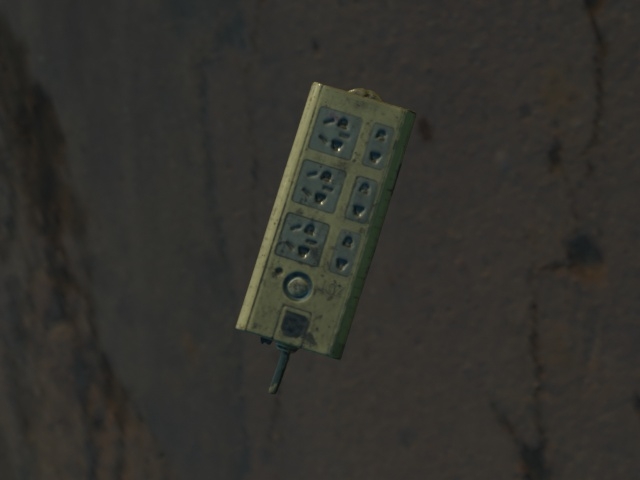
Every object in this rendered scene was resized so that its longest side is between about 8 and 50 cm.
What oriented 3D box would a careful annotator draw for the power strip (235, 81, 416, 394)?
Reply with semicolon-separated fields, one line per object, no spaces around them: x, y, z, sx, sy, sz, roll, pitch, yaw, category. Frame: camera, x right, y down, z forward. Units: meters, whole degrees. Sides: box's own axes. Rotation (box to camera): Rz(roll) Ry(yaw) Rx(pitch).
0.000;0.000;1.413;0.034;0.092;0.268;62;-135;-87;power strip
